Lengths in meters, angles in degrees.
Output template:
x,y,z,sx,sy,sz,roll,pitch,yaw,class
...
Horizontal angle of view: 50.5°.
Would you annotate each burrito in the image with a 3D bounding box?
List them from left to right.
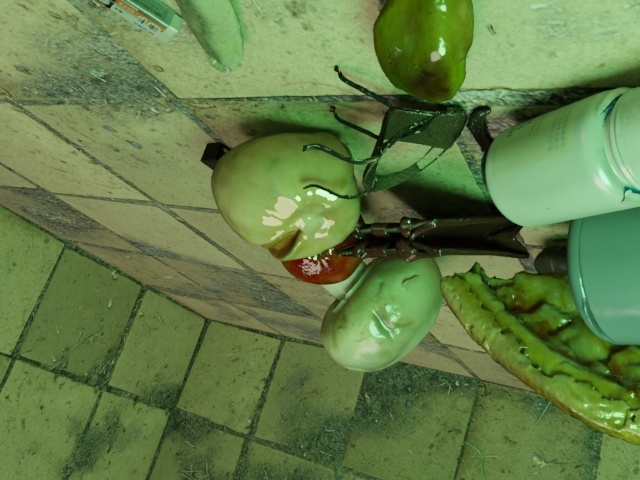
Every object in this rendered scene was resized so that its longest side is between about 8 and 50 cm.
x,y,z,sx,sy,sz,roll,pitch,yaw,class
-0.151,-0.306,0.844,0.082,0.059,0.275,21,164,17,burrito

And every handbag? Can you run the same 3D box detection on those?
x,y,z,sx,sy,sz,roll,pitch,yaw,class
0.196,-0.005,1.198,0.275,0.084,0.260,-1,180,-41,handbag

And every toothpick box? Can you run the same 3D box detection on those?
x,y,z,sx,sy,sz,roll,pitch,yaw,class
0.514,0.009,0.836,0.263,0.263,0.354,31,158,-34,toothpick box

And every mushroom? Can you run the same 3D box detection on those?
x,y,z,sx,sy,sz,roll,pitch,yaw,class
0.120,0.134,1.530,0.315,0.315,0.356,33,-174,-39,mushroom

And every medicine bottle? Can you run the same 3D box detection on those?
x,y,z,sx,sy,sz,roll,pitch,yaw,class
0.333,-0.102,0.820,0.143,0.144,0.258,26,162,-21,medicine bottle

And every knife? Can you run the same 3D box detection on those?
x,y,z,sx,sy,sz,roll,pitch,yaw,class
0.257,-0.131,1.013,0.045,0.021,0.222,4,157,30,knife

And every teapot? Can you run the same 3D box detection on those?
x,y,z,sx,sy,sz,roll,pitch,yaw,class
0.473,0.072,1.243,0.165,0.119,0.130,11,162,21,teapot

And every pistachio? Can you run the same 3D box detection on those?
x,y,z,sx,sy,sz,roll,pitch,yaw,class
-0.056,-0.085,1.157,0.229,0.230,0.308,30,176,-32,pistachio
0.113,-0.219,0.760,0.110,0.100,0.189,11,163,9,pistachio

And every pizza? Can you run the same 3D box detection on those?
x,y,z,sx,sy,sz,roll,pitch,yaw,class
0.437,0.162,1.020,0.434,0.392,0.080,-7,131,-5,pizza

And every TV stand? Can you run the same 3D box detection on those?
x,y,z,sx,sy,sz,roll,pitch,yaw,class
-0.141,-0.121,1.422,0.048,0.040,0.256,1,156,41,TV stand

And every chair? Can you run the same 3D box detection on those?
x,y,z,sx,sy,sz,roll,pitch,yaw,class
0.093,-0.139,0.965,0.213,0.149,0.174,12,158,3,chair

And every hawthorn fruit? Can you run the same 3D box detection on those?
x,y,z,sx,sy,sz,roll,pitch,yaw,class
0.000,0.000,1.336,0.196,0.197,0.225,18,-169,3,hawthorn fruit

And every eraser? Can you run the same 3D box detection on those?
x,y,z,sx,sy,sz,roll,pitch,yaw,class
-0.255,-0.323,0.941,0.122,0.029,0.052,28,161,-28,eraser
